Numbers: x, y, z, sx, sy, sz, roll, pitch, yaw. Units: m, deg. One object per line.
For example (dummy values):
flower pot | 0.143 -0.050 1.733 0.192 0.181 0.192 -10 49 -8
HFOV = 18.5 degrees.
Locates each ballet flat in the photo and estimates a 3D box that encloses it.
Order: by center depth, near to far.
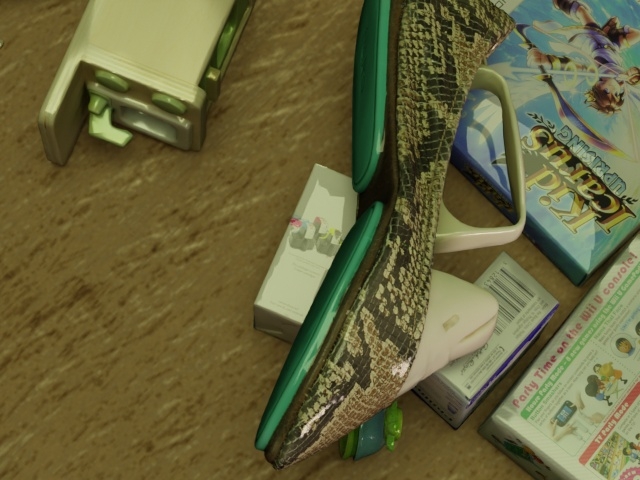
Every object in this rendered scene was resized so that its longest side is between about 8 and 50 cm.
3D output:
ballet flat | 0.085 -0.016 1.671 0.182 0.164 0.482 18 65 -8

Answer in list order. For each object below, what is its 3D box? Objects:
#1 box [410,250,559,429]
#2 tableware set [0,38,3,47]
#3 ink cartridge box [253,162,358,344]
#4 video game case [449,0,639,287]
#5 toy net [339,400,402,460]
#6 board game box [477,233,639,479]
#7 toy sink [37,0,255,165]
box | 0.142 0.092 1.762 0.072 0.137 0.126 42 78 9
tableware set | -0.384 -0.167 1.865 0.104 0.024 0.154 37 78 7
ink cartridge box | 0.000 0.000 1.796 0.062 0.104 0.181 23 75 3
video game case | 0.238 -0.135 1.863 0.244 0.061 0.269 -44 82 -10
toy net | 0.052 0.081 1.770 0.045 0.122 0.232 6 75 -4
board game box | 0.332 0.177 1.771 0.303 0.097 0.224 39 77 6
toy sink | -0.151 -0.170 1.810 0.131 0.153 0.234 22 75 3
